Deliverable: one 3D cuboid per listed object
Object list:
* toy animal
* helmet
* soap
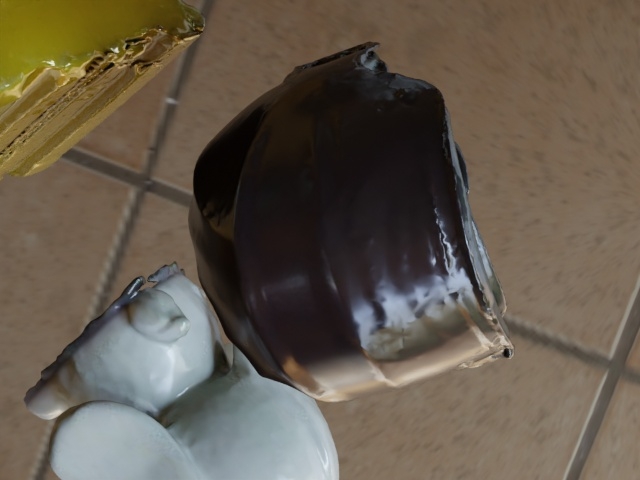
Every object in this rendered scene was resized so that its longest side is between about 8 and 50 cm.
[{"bbox_3d":[-0.103,0.147,1.564,0.289,0.174,0.249,30,67,-2],"label":"toy animal"},{"bbox_3d":[0.000,0.000,1.189,0.177,0.305,0.225,-22,103,-10],"label":"helmet"},{"bbox_3d":[-0.251,-0.119,1.359,0.324,0.204,0.096,-30,84,52],"label":"soap"}]
